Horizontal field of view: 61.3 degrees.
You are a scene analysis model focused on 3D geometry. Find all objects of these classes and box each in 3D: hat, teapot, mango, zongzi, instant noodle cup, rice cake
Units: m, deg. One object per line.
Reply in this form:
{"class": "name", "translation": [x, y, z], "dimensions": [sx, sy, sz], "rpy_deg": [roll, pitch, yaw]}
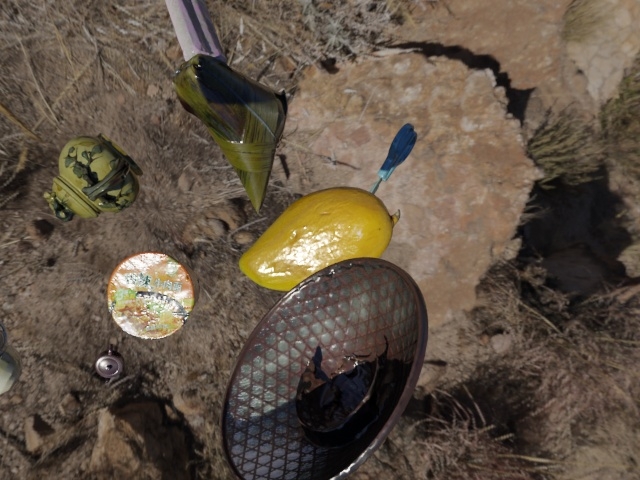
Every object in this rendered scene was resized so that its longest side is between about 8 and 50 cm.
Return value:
{"class": "hat", "translation": [0.018, 0.111, 0.415], "dimensions": [0.082, 0.193, 0.193], "rpy_deg": [42, 81, -30]}
{"class": "teapot", "translation": [-0.527, 0.307, 1.348], "dimensions": [0.068, 0.045, 0.100], "rpy_deg": [6, 103, -13]}
{"class": "teapot", "translation": [-0.461, -0.112, 1.085], "dimensions": [0.182, 0.269, 0.173], "rpy_deg": [-49, 121, -15]}
{"class": "mango", "translation": [0.000, 0.000, 1.009], "dimensions": [0.317, 0.119, 0.176], "rpy_deg": [-26, 99, 2]}
{"class": "zongzi", "translation": [-0.202, -0.227, 1.201], "dimensions": [0.286, 0.139, 0.299], "rpy_deg": [14, 80, -47]}
{"class": "instant noodle cup", "translation": [-0.437, 0.140, 1.471], "dimensions": [0.230, 0.182, 0.230], "rpy_deg": [0, 91, 0]}
{"class": "rice cake", "translation": [-0.314, -0.546, 1.286], "dimensions": [0.106, 0.050, 0.297], "rpy_deg": [-8, 75, -55]}

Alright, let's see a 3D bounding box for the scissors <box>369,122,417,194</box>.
{"class": "scissors", "translation": [0.182, -0.178, 1.768], "dimensions": [0.029, 0.192, 0.447], "rpy_deg": [34, 93, 17]}

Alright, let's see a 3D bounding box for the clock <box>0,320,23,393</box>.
{"class": "clock", "translation": [-1.012, 0.289, 1.452], "dimensions": [0.326, 0.184, 0.342], "rpy_deg": [-7, 129, 6]}
